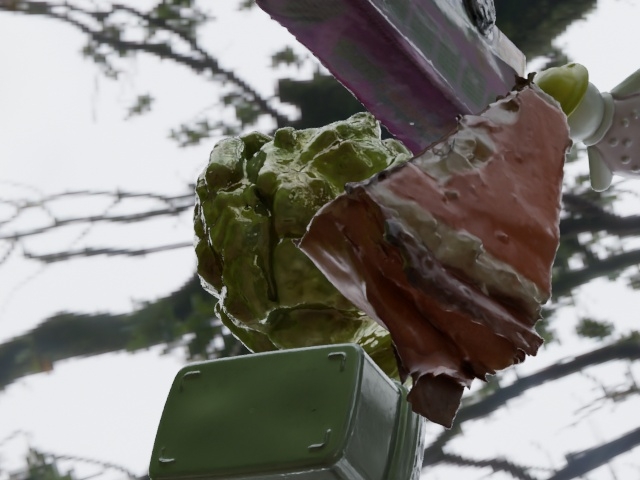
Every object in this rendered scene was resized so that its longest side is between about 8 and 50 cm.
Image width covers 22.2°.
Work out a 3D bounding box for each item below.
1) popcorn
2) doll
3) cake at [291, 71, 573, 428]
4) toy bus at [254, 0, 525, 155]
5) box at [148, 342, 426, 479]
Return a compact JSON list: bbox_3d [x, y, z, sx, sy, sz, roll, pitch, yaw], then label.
[{"bbox_3d":[0.004,0.005,1.770,0.335,0.279,0.274,48,-55,51],"label":"popcorn"},{"bbox_3d":[0.268,-0.111,1.524,0.129,0.207,0.081,-66,-152,12],"label":"doll"},{"bbox_3d":[0.073,-0.025,0.946,0.135,0.287,0.098,34,-55,-8],"label":"cake"},{"bbox_3d":[0.044,-0.157,1.111,0.090,0.274,0.112,-19,-130,31],"label":"toy bus"},{"bbox_3d":[-0.027,0.172,1.357,0.210,0.129,0.148,-10,-132,28],"label":"box"}]
